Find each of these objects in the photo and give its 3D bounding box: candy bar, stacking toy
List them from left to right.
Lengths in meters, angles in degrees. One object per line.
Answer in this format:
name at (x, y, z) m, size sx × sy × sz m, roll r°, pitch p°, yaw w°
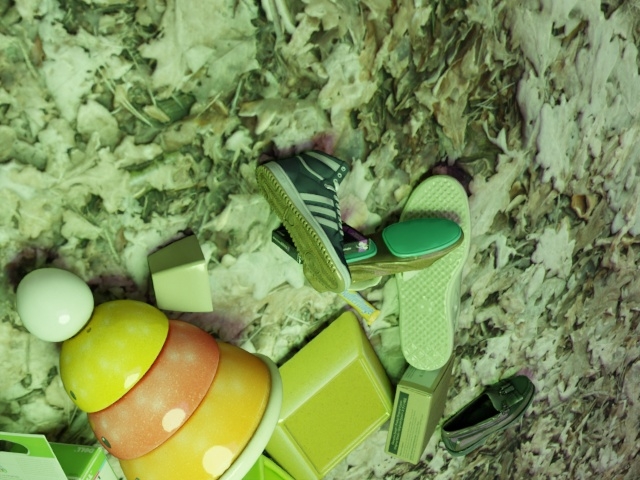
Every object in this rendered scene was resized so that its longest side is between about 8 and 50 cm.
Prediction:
stacking toy at (-0.331, 0.220, 1.363) m, size 0.350 × 0.350 × 0.480 m, roll -46°, pitch 113°, yaw -6°
candy bar at (0.080, 0.136, 1.739) m, size 0.040 × 0.018 × 0.161 m, roll -49°, pitch 131°, yaw -4°

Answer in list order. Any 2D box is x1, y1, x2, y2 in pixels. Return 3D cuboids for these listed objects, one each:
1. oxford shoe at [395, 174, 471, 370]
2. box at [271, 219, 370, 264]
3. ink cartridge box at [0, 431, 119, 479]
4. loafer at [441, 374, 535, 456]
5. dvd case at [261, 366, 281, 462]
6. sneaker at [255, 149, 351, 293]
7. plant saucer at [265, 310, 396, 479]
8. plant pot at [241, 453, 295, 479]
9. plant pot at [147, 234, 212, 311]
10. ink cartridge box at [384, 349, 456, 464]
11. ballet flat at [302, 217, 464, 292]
oxford shoe at (0.250, 0.068, 1.759) m, size 0.130 × 0.169 × 0.450 m, roll -45°, pitch 138°, yaw -66°
box at (0.000, 0.000, 1.550) m, size 0.162 × 0.116 × 0.029 m, roll -13°, pitch 119°, yaw -29°
ink cartridge box at (-0.480, 0.388, 1.367) m, size 0.097 × 0.188 × 0.255 m, roll -64°, pitch 147°, yaw -50°
loafer at (0.450, 0.456, 2.103) m, size 0.302 × 0.109 × 0.095 m, roll -37°, pitch 125°, yaw -10°
dvd case at (-0.096, 0.389, 1.740) m, size 0.179 × 0.029 × 0.239 m, roll 4°, pitch 110°, yaw -36°
sneaker at (0.013, -0.048, 1.460) m, size 0.153 × 0.282 × 0.099 m, roll -25°, pitch 165°, yaw -29°
plant saucer at (0.023, 0.374, 1.744) m, size 0.332 × 0.081 × 0.333 m, roll -40°, pitch 130°, yaw -14°
plant pot at (-0.151, 0.633, 1.690) m, size 0.207 × 0.227 × 0.228 m, roll -27°, pitch 132°, yaw 14°
plant pot at (-0.258, 0.067, 1.422) m, size 0.096 × 0.109 × 0.109 m, roll -11°, pitch 120°, yaw -14°
ink cartridge box at (0.238, 0.378, 1.854) m, size 0.234 × 0.088 × 0.193 m, roll -37°, pitch 138°, yaw -60°
ballet flat at (0.130, 0.042, 1.637) m, size 0.342 × 0.116 × 0.124 m, roll -14°, pitch 136°, yaw -10°
